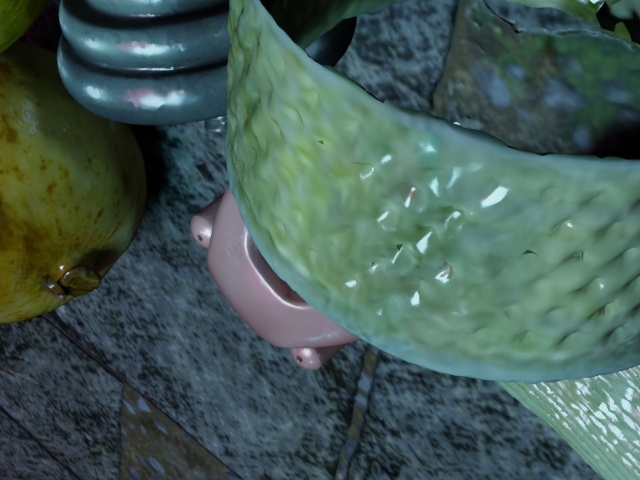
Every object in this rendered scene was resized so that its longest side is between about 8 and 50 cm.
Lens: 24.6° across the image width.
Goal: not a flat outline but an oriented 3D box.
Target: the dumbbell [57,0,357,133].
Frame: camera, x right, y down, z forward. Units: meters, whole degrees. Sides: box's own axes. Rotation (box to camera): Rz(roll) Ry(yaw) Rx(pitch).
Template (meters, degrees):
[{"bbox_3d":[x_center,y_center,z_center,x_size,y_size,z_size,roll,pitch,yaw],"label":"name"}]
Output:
[{"bbox_3d":[-0.094,-0.234,0.773,0.179,0.179,0.406,18,135,39],"label":"dumbbell"}]

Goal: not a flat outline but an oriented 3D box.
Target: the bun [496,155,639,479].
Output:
[{"bbox_3d":[0.177,0.046,0.794,0.221,0.108,0.221,36,152,23],"label":"bun"}]

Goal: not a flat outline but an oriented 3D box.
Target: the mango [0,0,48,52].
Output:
[{"bbox_3d":[-0.277,-0.295,0.865,0.445,0.221,0.301,86,165,-50],"label":"mango"}]

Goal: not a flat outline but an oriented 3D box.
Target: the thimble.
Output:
[{"bbox_3d":[0.088,-0.081,0.631,0.271,0.271,0.150,35,145,22],"label":"thimble"}]

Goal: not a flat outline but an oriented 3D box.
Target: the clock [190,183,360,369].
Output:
[{"bbox_3d":[0.000,0.000,0.970,0.166,0.093,0.162,51,144,1],"label":"clock"}]

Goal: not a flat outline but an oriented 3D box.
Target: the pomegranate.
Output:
[{"bbox_3d":[-0.236,-0.036,1.098,0.215,0.215,0.215,30,141,28],"label":"pomegranate"}]
